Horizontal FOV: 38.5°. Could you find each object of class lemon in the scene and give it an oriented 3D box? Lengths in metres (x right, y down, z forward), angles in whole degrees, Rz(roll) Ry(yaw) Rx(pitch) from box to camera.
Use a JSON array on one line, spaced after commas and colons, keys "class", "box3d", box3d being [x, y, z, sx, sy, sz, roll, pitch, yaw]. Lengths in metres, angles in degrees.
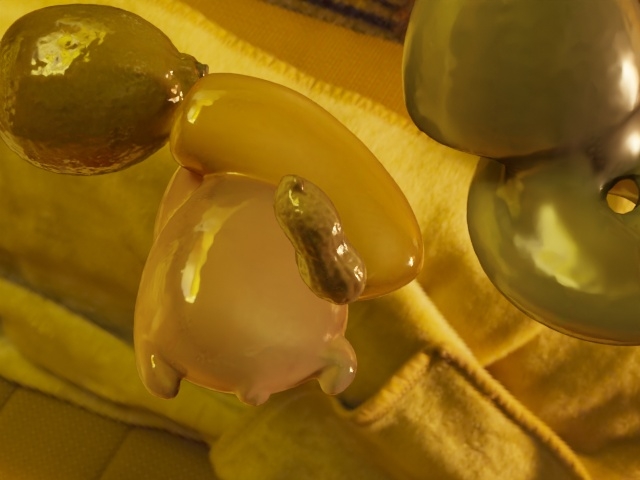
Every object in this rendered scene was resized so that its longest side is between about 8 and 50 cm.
[{"class": "lemon", "box3d": [-0.243, -0.161, 0.981, 0.248, 0.184, 0.184, 0, 139, -1]}]

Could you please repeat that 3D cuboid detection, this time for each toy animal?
[{"class": "toy animal", "box3d": [-0.056, 0.028, 0.938, 0.278, 0.345, 0.247, 15, 148, -22]}]

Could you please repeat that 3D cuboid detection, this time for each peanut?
[{"class": "peanut", "box3d": [0.000, 0.000, 0.506, 0.037, 0.037, 0.083, -5, 116, 37]}]

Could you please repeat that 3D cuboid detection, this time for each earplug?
[{"class": "earplug", "box3d": [0.185, -0.078, 0.667, 0.325, 0.214, 0.175, 58, 163, 1]}]
